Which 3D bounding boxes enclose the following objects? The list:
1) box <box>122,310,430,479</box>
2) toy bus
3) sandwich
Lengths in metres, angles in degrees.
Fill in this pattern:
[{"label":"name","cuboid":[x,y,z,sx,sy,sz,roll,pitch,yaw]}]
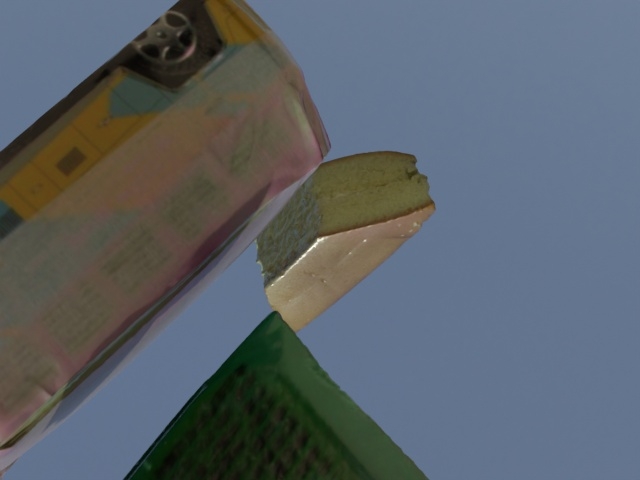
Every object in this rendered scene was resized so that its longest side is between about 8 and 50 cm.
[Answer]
[{"label":"box","cuboid":[-0.015,0.230,0.920,0.106,0.264,0.336,36,-175,-38]},{"label":"toy bus","cuboid":[-0.154,-0.007,1.106,0.162,0.171,0.386,46,-112,-3]},{"label":"sandwich","cuboid":[0.000,0.000,1.549,0.096,0.258,0.094,18,-136,-34]}]
